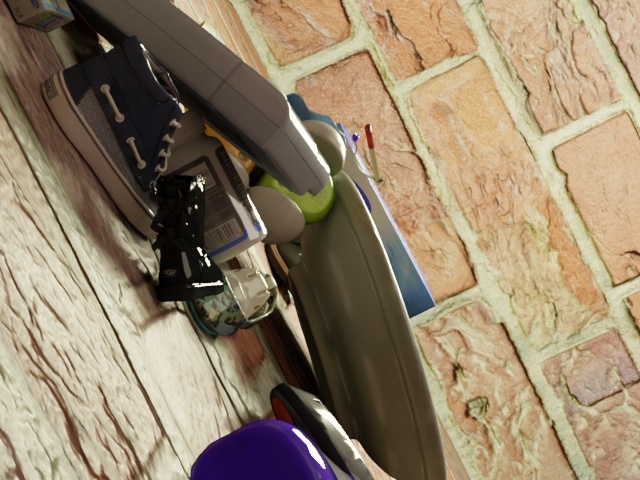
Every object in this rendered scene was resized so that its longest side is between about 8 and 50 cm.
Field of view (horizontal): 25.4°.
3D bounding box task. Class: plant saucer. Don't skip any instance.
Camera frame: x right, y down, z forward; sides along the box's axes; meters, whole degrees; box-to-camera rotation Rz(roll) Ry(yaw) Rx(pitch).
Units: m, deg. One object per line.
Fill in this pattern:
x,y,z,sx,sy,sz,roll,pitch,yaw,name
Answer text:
0.039,0.120,1.675,0.400,0.100,0.401,162,-90,-86,plant saucer

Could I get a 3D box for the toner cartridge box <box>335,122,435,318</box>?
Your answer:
0.033,0.001,2.132,0.348,0.165,0.075,59,6,-39,toner cartridge box

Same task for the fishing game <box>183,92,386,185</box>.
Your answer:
-0.047,-0.140,1.690,0.189,0.264,0.041,73,38,-62,fishing game

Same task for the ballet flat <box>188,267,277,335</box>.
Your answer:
-0.074,0.048,1.306,0.070,0.070,0.188,64,5,1,ballet flat

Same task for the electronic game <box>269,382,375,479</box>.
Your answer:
0.018,0.228,1.252,0.229,0.048,0.229,57,-11,17,electronic game

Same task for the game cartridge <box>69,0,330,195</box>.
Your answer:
-0.123,-0.163,1.327,0.294,0.060,0.196,39,0,20,game cartridge

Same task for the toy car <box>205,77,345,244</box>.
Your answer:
-0.073,-0.077,1.584,0.182,0.159,0.136,37,-34,-9,toy car

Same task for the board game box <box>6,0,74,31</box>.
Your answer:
-0.256,-0.246,1.150,0.154,0.026,0.103,63,5,-2,board game box

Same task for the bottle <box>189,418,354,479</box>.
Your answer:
-0.003,0.214,1.004,0.118,0.092,0.283,64,4,26,bottle

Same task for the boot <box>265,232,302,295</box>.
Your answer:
0.000,0.000,1.932,0.077,0.137,0.198,61,6,-24,boot

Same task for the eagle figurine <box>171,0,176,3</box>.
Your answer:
-0.245,-0.535,2.169,0.298,0.225,0.226,31,-29,-18,eagle figurine

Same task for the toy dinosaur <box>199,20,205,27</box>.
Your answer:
-0.158,-0.228,1.903,0.211,0.064,0.112,-104,168,-68,toy dinosaur

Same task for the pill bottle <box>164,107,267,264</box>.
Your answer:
-0.113,-0.049,1.322,0.137,0.078,0.078,63,5,-8,pill bottle

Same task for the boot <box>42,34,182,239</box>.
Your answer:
-0.139,-0.077,1.138,0.190,0.086,0.069,58,7,-50,boot

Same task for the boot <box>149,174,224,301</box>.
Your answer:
-0.106,-0.004,1.149,0.121,0.045,0.099,-15,105,-80,boot
